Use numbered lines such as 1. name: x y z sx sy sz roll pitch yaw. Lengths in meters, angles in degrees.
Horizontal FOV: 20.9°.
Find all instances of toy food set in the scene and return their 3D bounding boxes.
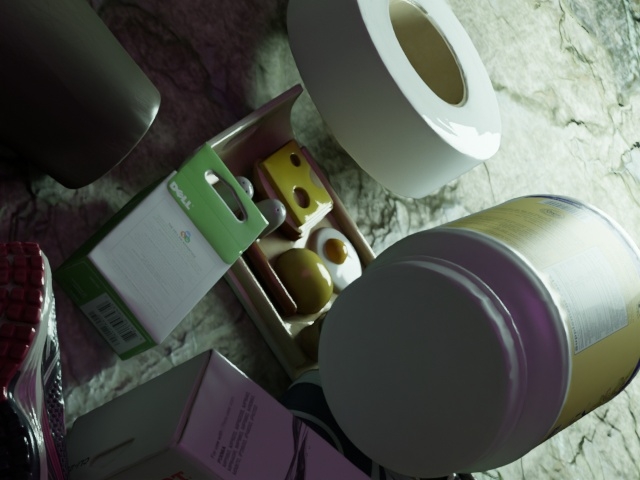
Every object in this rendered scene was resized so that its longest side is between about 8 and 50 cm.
1. toy food set: 0.000 0.000 1.829 0.306 0.092 0.220 58 39 -6

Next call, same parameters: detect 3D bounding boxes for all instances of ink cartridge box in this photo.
1. ink cartridge box: -0.079 0.241 1.520 0.273 0.197 0.114 41 42 -24
2. ink cartridge box: -0.150 0.008 1.670 0.109 0.062 0.209 52 45 -12

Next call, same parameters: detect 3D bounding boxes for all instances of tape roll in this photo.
1. tape roll: 0.087 -0.194 1.988 0.286 0.100 0.286 40 32 -32

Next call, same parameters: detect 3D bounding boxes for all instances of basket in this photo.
1. basket: -0.269 -0.166 1.592 0.227 0.154 0.204 45 44 -25

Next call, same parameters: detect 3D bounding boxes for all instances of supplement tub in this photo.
1. supplement tub: 0.170 0.092 1.729 0.331 0.241 0.241 -19 83 -56

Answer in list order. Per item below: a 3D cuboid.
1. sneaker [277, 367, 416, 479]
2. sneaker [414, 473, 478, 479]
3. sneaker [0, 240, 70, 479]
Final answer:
1. sneaker: 0.034 0.273 1.701 0.282 0.099 0.153 52 35 -1
2. sneaker: 0.140 0.292 1.813 0.235 0.095 0.090 44 40 -23
3. sneaker: -0.269 0.138 1.457 0.112 0.121 0.299 57 27 -57
